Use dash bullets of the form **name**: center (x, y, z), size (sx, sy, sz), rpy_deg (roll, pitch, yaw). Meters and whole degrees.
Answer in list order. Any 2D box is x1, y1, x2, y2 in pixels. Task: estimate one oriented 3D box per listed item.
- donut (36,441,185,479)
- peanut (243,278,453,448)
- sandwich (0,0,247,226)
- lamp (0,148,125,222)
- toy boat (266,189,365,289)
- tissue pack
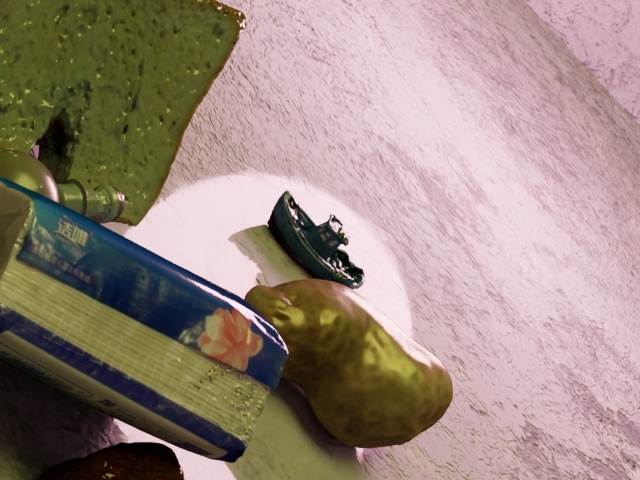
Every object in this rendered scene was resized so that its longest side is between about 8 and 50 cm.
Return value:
- **donut**: center (-0.144, 0.244, 1.435), size (0.141, 0.085, 0.217), rpy_deg (12, 47, -56)
- **peanut**: center (0.022, 0.119, 1.868), size (0.253, 0.122, 0.137), rpy_deg (40, 36, -19)
- **sandwich**: center (-0.228, -0.161, 1.697), size (0.273, 0.249, 0.095), rpy_deg (31, -8, -40)
- **lamp**: center (-0.237, -0.032, 1.631), size (0.163, 0.091, 0.091), rpy_deg (0, 54, -46)
- **toy boat**: center (0.000, 0.000, 2.070), size (0.137, 0.061, 0.060), rpy_deg (45, 24, -13)
- **tissue pack**: center (-0.182, 0.054, 1.489), size (0.270, 0.137, 0.209), rpy_deg (33, -8, -33)
